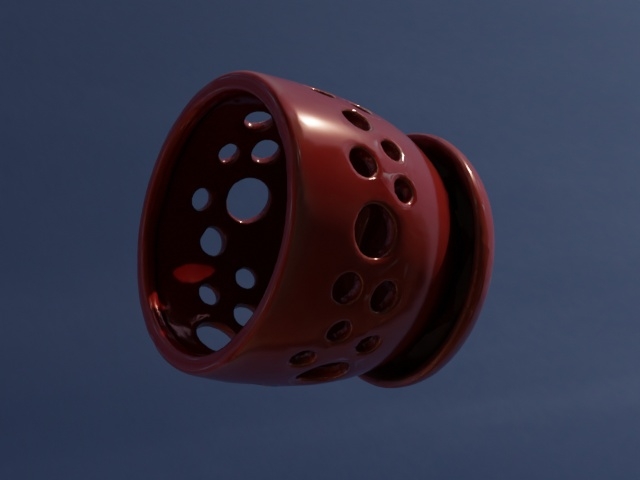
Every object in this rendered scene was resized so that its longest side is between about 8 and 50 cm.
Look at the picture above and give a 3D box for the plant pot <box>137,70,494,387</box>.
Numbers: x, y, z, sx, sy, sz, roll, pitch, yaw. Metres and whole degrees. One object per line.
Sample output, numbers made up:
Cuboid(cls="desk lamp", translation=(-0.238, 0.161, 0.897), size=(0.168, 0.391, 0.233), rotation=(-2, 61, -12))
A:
Cuboid(cls="plant pot", translation=(0.000, 0.000, 1.124), size=(0.174, 0.191, 0.191), rotation=(9, -81, -35))
